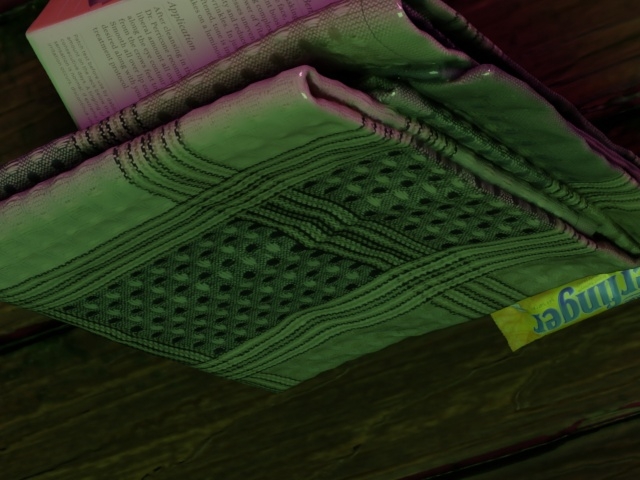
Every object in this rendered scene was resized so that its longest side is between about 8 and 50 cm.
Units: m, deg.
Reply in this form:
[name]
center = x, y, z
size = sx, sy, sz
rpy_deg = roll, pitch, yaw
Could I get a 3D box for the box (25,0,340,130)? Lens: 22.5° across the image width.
[box]
center = -0.042, -0.122, 0.831
size = 0.170, 0.130, 0.091
rpy_deg = -16, 118, 20

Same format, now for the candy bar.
[candy bar]
center = 0.175, 0.023, 0.949
size = 0.161, 0.018, 0.040
rpy_deg = -23, 116, 25

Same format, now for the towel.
[towel]
center = 0.000, 0.000, 0.845
size = 0.324, 0.056, 0.312
rpy_deg = -23, 148, 31
